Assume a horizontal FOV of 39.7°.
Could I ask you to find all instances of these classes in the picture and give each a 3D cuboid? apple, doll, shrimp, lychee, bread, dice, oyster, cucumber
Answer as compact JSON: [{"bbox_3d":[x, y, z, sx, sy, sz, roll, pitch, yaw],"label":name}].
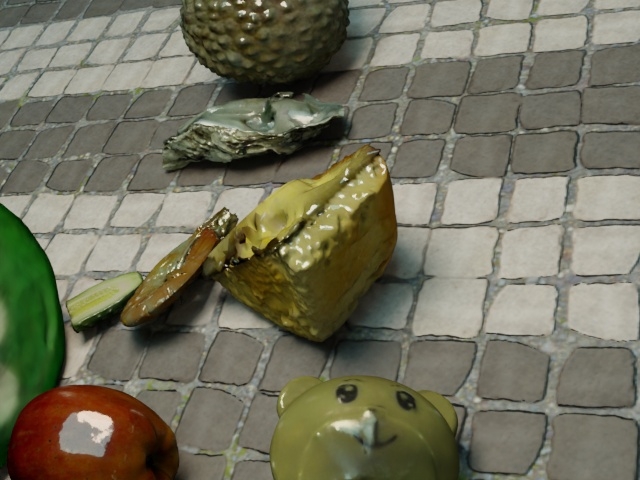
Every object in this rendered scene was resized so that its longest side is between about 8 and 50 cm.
[{"bbox_3d":[-0.234,0.226,0.915,0.158,0.147,0.156,-11,70,30],"label":"apple"},{"bbox_3d":[0.037,0.239,0.786,0.176,0.162,0.261,5,50,1],"label":"doll"},{"bbox_3d":[-0.170,0.036,1.131,0.115,0.051,0.217,-7,33,51],"label":"shrimp"},{"bbox_3d":[-0.080,-0.361,1.346,0.274,0.255,0.255,-14,42,-13],"label":"lychee"},{"bbox_3d":[0.000,0.000,1.031,0.204,0.162,0.262,-50,16,-20],"label":"bread"},{"bbox_3d":[-0.502,0.113,1.042,0.286,0.300,0.297,-9,47,20],"label":"dice"},{"bbox_3d":[-0.100,-0.159,1.279,0.252,0.087,0.199,-29,34,-15],"label":"oyster"},{"bbox_3d":[-0.276,0.082,1.161,0.107,0.035,0.067,-28,33,-12],"label":"cucumber"}]
